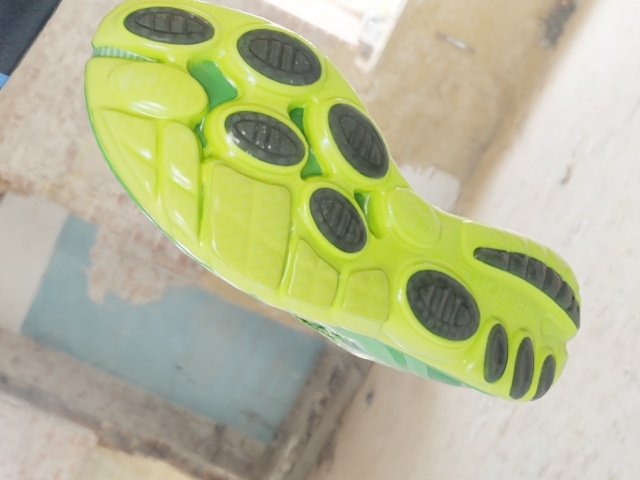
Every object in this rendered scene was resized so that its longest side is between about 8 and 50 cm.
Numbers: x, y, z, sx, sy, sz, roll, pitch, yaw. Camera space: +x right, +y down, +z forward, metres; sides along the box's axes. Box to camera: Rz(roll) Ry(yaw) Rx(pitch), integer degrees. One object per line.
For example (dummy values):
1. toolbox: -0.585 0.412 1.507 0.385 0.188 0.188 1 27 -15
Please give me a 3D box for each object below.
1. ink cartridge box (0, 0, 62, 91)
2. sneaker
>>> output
1. ink cartridge box: -0.261 -0.144 0.392 0.165 0.332 0.065 -49 34 22
2. sneaker: 0.000 0.000 0.523 0.123 0.295 0.109 -2 59 51
